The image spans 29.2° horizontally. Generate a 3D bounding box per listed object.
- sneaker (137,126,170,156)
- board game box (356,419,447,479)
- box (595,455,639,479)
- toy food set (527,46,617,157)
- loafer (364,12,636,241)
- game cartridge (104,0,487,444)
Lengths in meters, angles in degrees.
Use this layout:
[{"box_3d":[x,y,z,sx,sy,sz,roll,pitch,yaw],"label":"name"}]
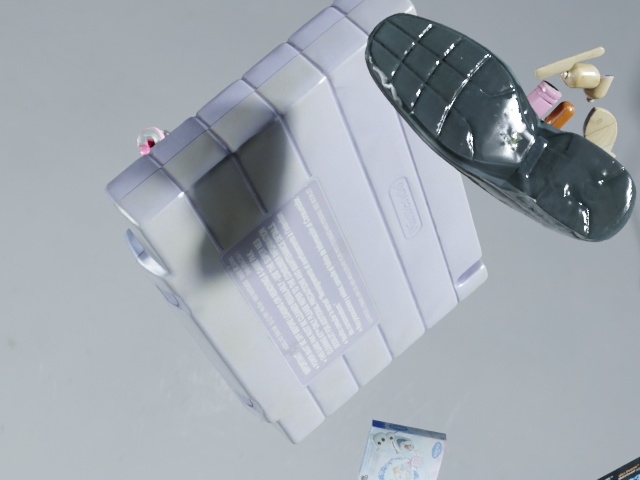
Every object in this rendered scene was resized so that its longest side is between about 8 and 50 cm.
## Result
[{"box_3d":[-0.198,-0.087,1.573,0.047,0.057,0.119,-4,98,18],"label":"sneaker"},{"box_3d":[0.094,0.260,1.442,0.090,0.090,0.020,12,22,-3],"label":"board game box"},{"box_3d":[0.433,0.346,1.491,0.220,0.175,0.051,41,29,-25],"label":"box"},{"box_3d":[0.194,-0.101,0.967,0.078,0.122,0.019,-19,46,-5],"label":"toy food set"},{"box_3d":[0.089,-0.056,0.669,0.170,0.061,0.062,41,78,-7],"label":"loafer"},{"box_3d":[0.000,0.000,0.884,0.230,0.355,0.068,-36,57,-8],"label":"game cartridge"}]
